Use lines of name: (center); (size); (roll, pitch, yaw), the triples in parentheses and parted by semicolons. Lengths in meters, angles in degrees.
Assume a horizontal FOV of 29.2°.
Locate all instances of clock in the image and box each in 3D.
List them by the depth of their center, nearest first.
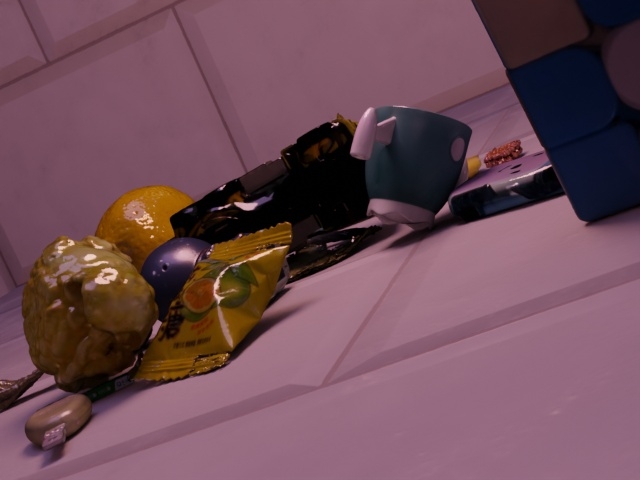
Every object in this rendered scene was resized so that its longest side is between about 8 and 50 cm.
clock: (-0.178, 0.060, 2.006); (0.243, 0.147, 0.199); (-11, 17, 28)

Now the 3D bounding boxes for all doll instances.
doll: (-0.412, 0.191, 2.067); (0.286, 0.091, 0.202); (-31, -8, 29)

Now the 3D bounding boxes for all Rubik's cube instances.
Rubik's cube: (0.431, -0.283, 1.541); (0.346, 0.347, 0.344); (-22, 19, 26)

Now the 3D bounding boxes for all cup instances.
cup: (0.146, -0.110, 1.967); (0.167, 0.173, 0.299); (7, -9, 41)

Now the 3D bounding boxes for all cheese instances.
cheese: (-0.349, 0.247, 1.624); (0.097, 0.037, 0.192); (-26, 7, -6)

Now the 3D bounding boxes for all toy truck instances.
toy truck: (-0.070, -0.061, 2.182); (0.405, 0.181, 0.254); (-30, 3, 17)

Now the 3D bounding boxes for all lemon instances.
lemon: (-0.354, 0.005, 2.555); (0.228, 0.228, 0.253); (-17, 18, 41)

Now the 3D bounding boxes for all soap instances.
soap: (0.247, -0.117, 2.294); (0.168, 0.033, 0.089); (-29, 11, -33)

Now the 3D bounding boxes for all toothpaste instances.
toothpaste: (-0.313, 0.216, 1.797); (0.083, 0.017, 0.020); (-25, 5, -6)

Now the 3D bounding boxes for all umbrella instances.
umbrella: (0.000, 0.006, 2.251); (0.269, 0.044, 0.044); (-7, -9, 36)

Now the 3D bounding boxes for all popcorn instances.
popcorn: (-0.352, 0.119, 1.845); (0.173, 0.225, 0.286); (6, 14, -29)

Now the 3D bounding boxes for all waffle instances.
waffle: (0.344, -0.161, 2.314); (0.075, 0.029, 0.083); (-24, 10, 22)

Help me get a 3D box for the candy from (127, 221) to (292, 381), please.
candy: (-0.151, 0.091, 1.778); (0.187, 0.081, 0.297); (-11, 38, 37)

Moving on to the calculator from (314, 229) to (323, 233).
calculator: (0.083, -0.087, 2.488); (0.386, 0.054, 0.256); (-27, 6, 24)

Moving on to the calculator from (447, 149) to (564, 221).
calculator: (0.327, -0.098, 1.873); (0.293, 0.051, 0.173); (-17, 9, 40)

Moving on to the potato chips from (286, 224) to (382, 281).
potato chips: (-0.002, 0.027, 2.123); (0.219, 0.029, 0.202); (-23, 8, 29)
